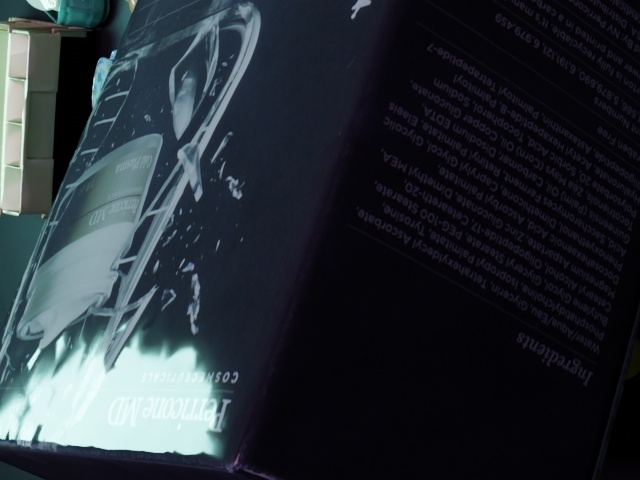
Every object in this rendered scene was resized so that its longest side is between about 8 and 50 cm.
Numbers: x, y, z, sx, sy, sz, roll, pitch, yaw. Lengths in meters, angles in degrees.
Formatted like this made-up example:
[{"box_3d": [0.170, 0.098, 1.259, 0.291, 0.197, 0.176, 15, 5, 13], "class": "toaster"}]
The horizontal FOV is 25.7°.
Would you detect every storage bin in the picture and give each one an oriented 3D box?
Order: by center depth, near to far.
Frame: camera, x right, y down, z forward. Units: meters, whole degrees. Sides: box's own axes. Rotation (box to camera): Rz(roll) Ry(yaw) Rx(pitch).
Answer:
[{"box_3d": [-0.429, -0.177, 1.971, 0.260, 0.123, 0.262, 17, 105, 50], "class": "storage bin"}]

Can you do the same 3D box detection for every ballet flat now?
[{"box_3d": [-0.379, -0.355, 1.923, 0.247, 0.087, 0.083, 36, 120, 46], "class": "ballet flat"}]

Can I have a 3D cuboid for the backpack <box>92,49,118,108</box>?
[{"box_3d": [-0.234, -0.176, 1.749, 0.105, 0.084, 0.114, 26, 115, 51], "class": "backpack"}]

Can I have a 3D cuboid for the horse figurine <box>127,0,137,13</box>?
[{"box_3d": [-0.161, -0.295, 1.626, 0.263, 0.066, 0.174, -1, 131, 42], "class": "horse figurine"}]

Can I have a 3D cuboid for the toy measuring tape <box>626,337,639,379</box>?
[{"box_3d": [0.147, 0.051, 1.236, 0.330, 0.121, 0.121, 20, 108, 50], "class": "toy measuring tape"}]

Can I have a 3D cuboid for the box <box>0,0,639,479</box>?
[{"box_3d": [0.000, 0.000, 1.121, 0.480, 0.297, 0.471, -10, 58, 55], "class": "box"}]
